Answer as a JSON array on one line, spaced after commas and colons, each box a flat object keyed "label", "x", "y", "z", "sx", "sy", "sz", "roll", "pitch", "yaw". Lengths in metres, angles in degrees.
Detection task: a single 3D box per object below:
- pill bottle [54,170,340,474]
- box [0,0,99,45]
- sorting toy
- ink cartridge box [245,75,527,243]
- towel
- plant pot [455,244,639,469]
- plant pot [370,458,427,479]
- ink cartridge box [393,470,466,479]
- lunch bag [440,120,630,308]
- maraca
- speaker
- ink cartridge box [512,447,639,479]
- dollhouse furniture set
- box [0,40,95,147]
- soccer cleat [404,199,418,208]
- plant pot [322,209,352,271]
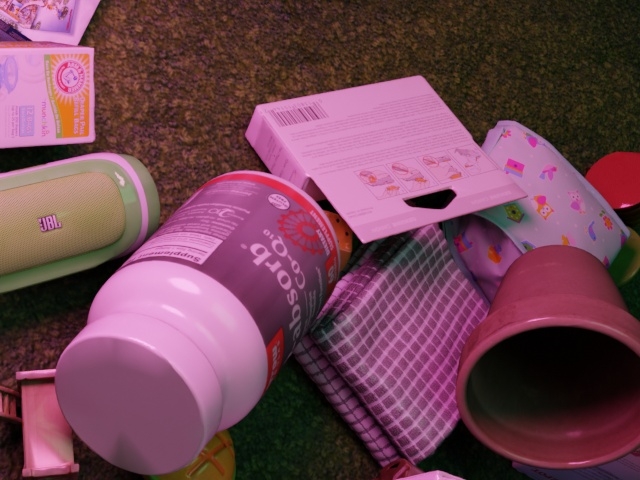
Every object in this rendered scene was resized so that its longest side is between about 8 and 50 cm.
[{"label": "pill bottle", "x": -0.129, "y": 0.085, "z": 1.433, "sx": 0.210, "sy": 0.210, "sz": 0.363, "roll": 51, "pitch": 34, "yaw": -10}, {"label": "box", "x": -0.344, "y": -0.339, "z": 1.594, "sx": 0.159, "sy": 0.044, "sz": 0.233, "roll": 34, "pitch": 56, "yaw": -23}, {"label": "sorting toy", "x": 0.468, "y": 0.036, "z": 2.056, "sx": 0.126, "sy": 0.127, "sz": 0.365, "roll": 56, "pitch": 46, "yaw": -47}, {"label": "ink cartridge box", "x": 0.088, "y": -0.099, "z": 1.736, "sx": 0.296, "sy": 0.066, "sz": 0.261, "roll": -15, "pitch": 55, "yaw": -35}, {"label": "towel", "x": 0.116, "y": 0.127, "z": 1.718, "sx": 0.235, "sy": 0.121, "sz": 0.283, "roll": 51, "pitch": 51, "yaw": -12}, {"label": "plant pot", "x": 0.307, "y": 0.129, "z": 1.680, "sx": 0.263, "sy": 0.263, "sz": 0.229, "roll": 37, "pitch": 33, "yaw": -21}, {"label": "plant pot", "x": 0.128, "y": 0.372, "z": 1.619, "sx": 0.165, "sy": 0.167, "sz": 0.167, "roll": 39, "pitch": 54, "yaw": -10}, {"label": "ink cartridge box", "x": 0.046, "y": 0.428, "z": 1.369, "sx": 0.166, "sy": 0.395, "sz": 0.285, "roll": 24, "pitch": 60, "yaw": -28}, {"label": "lunch bag", "x": 0.295, "y": -0.021, "z": 1.887, "sx": 0.262, "sy": 0.160, "sz": 0.223, "roll": 49, "pitch": 52, "yaw": -15}, {"label": "maraca", "x": -0.163, "y": 0.225, "z": 1.488, "sx": 0.127, "sy": 0.099, "sz": 0.185, "roll": 8, "pitch": 42, "yaw": -38}, {"label": "speaker", "x": -0.328, "y": -0.015, "z": 1.431, "sx": 0.296, "sy": 0.131, "sz": 0.131, "roll": -17, "pitch": 84, "yaw": -40}, {"label": "ink cartridge box", "x": 0.413, "y": 0.281, "z": 1.811, "sx": 0.172, "sy": 0.237, "sz": 0.100, "roll": 29, "pitch": 55, "yaw": -26}, {"label": "dollhouse furniture set", "x": -0.340, "y": 0.240, "z": 1.371, "sx": 0.161, "sy": 0.101, "sz": 0.182, "roll": -3, "pitch": 74, "yaw": -13}, {"label": "box", "x": -0.365, "y": -0.165, "z": 1.449, "sx": 0.203, "sy": 0.103, "sz": 0.114, "roll": -7, "pitch": 106, "yaw": -39}, {"label": "soccer cleat", "x": 0.131, "y": -0.019, "z": 1.846, "sx": 0.036, "sy": 0.029, "sz": 0.083, "roll": -17, "pitch": 88, "yaw": -44}, {"label": "plant pot", "x": 0.000, "y": 0.000, "z": 1.702, "sx": 0.081, "sy": 0.083, "sz": 0.081, "roll": 17, "pitch": 63, "yaw": -33}]
